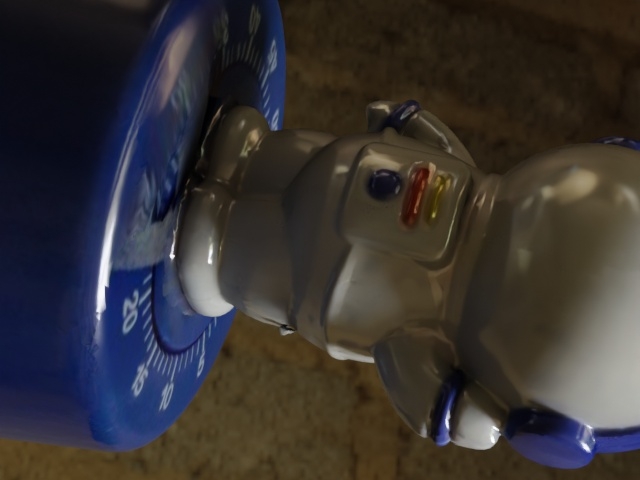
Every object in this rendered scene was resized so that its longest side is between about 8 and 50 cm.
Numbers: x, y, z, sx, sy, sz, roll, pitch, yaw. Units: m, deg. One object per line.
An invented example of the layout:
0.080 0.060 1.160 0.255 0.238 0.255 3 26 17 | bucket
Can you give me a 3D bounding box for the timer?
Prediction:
0.000 0.000 0.715 0.384 0.270 0.270 15 146 13 | timer
